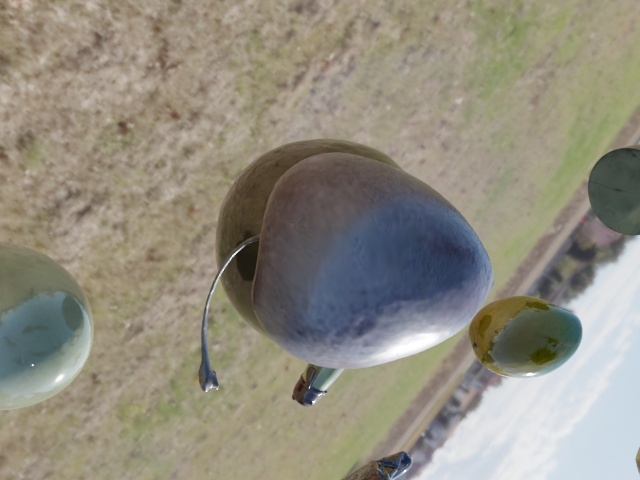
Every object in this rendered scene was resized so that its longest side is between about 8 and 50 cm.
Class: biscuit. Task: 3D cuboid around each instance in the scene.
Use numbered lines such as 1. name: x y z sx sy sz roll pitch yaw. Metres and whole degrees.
1. biscuit: 0.080 0.436 1.481 0.151 0.063 0.235 -35 172 15

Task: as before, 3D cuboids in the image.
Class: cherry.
1. cherry: 0.019 0.039 0.498 0.148 0.115 0.188 -2 120 -23

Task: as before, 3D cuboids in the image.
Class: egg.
1. egg: -0.423 0.110 1.092 0.219 0.269 0.219 -29 126 -50

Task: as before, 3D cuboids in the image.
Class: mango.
1. mango: 0.316 0.145 1.266 0.194 0.092 0.130 -8 101 -25

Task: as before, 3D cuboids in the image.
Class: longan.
1. longan: 0.000 0.000 1.193 0.319 0.319 0.319 -48 165 -17

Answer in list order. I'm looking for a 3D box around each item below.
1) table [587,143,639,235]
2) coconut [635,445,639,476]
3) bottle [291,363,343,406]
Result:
1. table: 0.473 -0.076 1.257 0.043 0.133 0.133 -17 145 -41
2. coconut: 0.536 0.296 1.190 0.147 0.147 0.153 82 33 -70
3. bottle: -0.003 0.178 1.111 0.063 0.047 0.101 17 114 -45
